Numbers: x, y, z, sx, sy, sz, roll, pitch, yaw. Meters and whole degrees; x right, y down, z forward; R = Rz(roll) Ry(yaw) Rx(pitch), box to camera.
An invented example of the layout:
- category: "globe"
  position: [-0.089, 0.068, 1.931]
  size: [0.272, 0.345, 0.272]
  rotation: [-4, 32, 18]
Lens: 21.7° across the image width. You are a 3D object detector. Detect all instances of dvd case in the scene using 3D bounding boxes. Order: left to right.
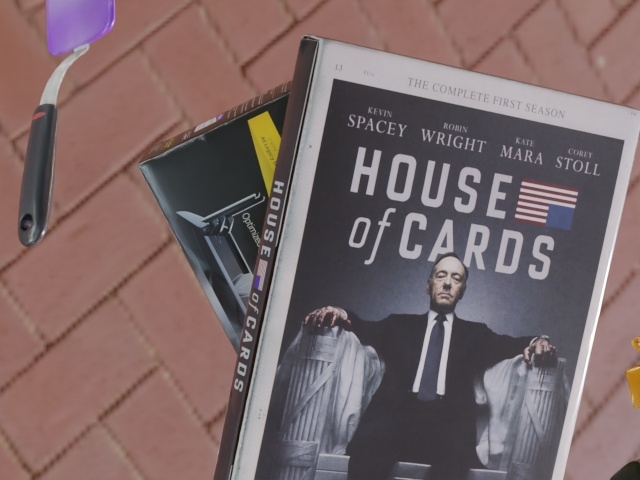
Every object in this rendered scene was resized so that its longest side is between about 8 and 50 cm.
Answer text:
- category: "dvd case"
  position: [0.049, 0.039, 0.777]
  size: [0.179, 0.029, 0.238]
  rotation: [9, 96, -27]

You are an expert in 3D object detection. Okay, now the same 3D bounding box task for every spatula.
- category: "spatula"
  position: [-0.216, -0.122, 1.373]
  size: [0.030, 0.084, 0.296]
  rotation: [38, 47, -39]

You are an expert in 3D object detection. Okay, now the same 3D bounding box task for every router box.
- category: "router box"
  position: [0.000, 0.000, 1.640]
  size: [0.243, 0.081, 0.308]
  rotation: [-24, 103, 8]

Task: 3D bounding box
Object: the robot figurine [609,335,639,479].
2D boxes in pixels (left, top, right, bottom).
- category: "robot figurine"
  position: [0.218, 0.025, 0.506]
  size: [0.211, 0.291, 0.085]
  rotation: [-22, 90, -36]
